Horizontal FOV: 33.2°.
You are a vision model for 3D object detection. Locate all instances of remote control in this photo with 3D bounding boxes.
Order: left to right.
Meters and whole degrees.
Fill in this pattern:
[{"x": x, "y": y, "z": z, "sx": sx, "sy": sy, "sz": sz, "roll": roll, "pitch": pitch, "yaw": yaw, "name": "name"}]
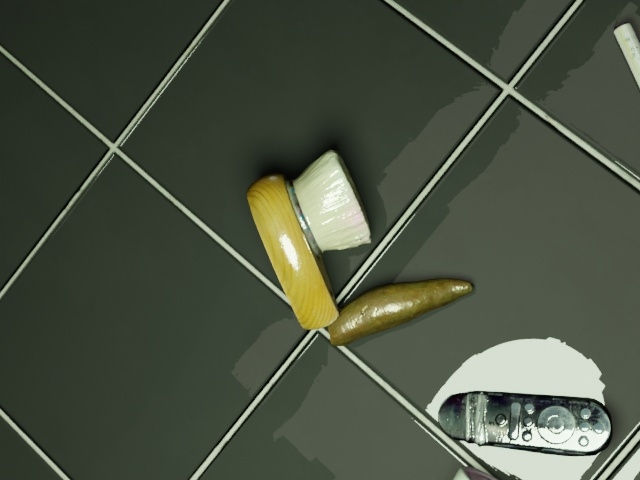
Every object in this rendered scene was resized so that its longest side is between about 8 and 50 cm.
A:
[{"x": 0.316, "y": 0.283, "z": 1.660, "sx": 0.266, "sy": 0.066, "sz": 0.090, "roll": 3, "pitch": 71, "yaw": 21, "name": "remote control"}]

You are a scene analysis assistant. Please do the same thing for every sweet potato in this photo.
[{"x": 0.122, "y": 0.099, "z": 1.726, "sx": 0.243, "sy": 0.077, "sz": 0.077, "roll": -24, "pitch": 78, "yaw": 9, "name": "sweet potato"}]

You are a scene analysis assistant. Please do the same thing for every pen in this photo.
[{"x": 0.520, "y": -0.217, "z": 1.664, "sx": 0.033, "sy": 0.033, "sz": 0.269, "roll": -24, "pitch": 78, "yaw": 12, "name": "pen"}]

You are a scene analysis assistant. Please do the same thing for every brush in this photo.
[{"x": 0.000, "y": 0.000, "z": 1.727, "sx": 0.166, "sy": 0.174, "sz": 0.267, "roll": -20, "pitch": 85, "yaw": 4, "name": "brush"}]

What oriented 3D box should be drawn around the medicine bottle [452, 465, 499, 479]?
[{"x": 0.209, "y": 0.525, "z": 1.582, "sx": 0.212, "sy": 0.212, "sz": 0.325, "roll": 33, "pitch": 93, "yaw": 17, "name": "medicine bottle"}]
